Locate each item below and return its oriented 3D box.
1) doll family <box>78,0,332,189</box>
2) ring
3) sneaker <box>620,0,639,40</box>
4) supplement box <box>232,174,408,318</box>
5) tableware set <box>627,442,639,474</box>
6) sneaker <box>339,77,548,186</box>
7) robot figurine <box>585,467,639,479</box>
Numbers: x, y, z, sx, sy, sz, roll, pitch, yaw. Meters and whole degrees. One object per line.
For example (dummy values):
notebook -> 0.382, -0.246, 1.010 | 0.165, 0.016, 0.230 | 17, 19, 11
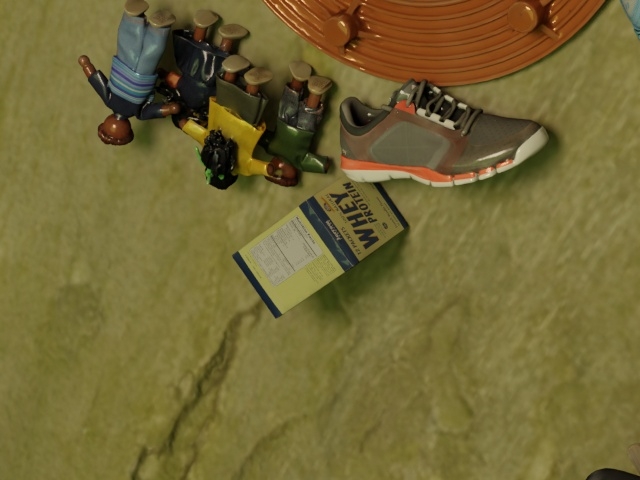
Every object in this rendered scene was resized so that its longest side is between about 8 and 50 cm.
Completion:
doll family -> -0.084, -0.094, 1.313 | 0.193, 0.076, 0.111 | 34, 129, 21
ring -> 0.053, -0.259, 1.180 | 0.336, 0.032, 0.336 | 12, 116, 26
sneaker -> 0.232, -0.179, 1.083 | 0.073, 0.063, 0.162 | 52, 127, 6
supplement box -> 0.000, 0.000, 1.289 | 0.083, 0.083, 0.056 | -35, 90, 38
tableware set -> 0.299, 0.189, 1.213 | 0.128, 0.039, 0.194 | -23, 103, 25
sneaker -> 0.074, -0.075, 1.223 | 0.158, 0.061, 0.065 | -2, 113, 32
robot figurine -> 0.280, 0.229, 1.115 | 0.278, 0.173, 0.209 | 20, 116, 10
